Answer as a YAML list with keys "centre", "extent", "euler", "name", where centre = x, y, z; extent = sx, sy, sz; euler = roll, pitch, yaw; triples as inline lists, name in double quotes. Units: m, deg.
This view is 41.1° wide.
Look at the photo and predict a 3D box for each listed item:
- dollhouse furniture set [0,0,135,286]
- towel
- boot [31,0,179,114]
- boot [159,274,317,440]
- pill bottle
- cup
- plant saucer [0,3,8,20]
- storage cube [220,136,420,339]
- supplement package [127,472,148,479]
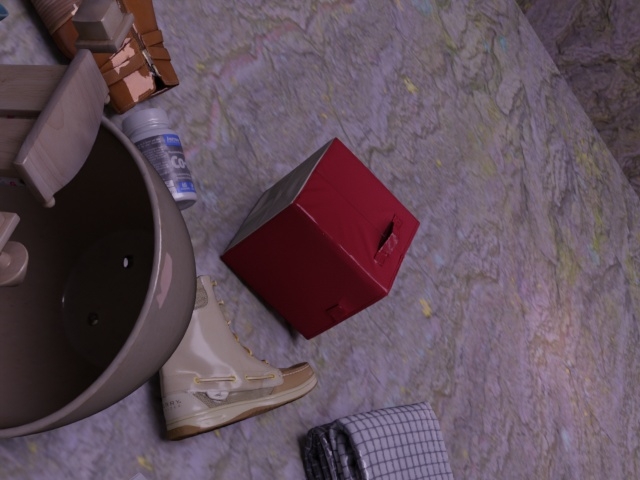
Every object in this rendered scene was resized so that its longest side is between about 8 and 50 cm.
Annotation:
- centre: [-0.353, -0.052, 0.808]
  extent: [0.174, 0.303, 0.356]
  euler: [72, 30, -51]
  name: "dollhouse furniture set"
- centre: [0.104, 0.396, 1.271]
  extent: [0.235, 0.121, 0.284]
  euler: [5, 65, -50]
  name: "towel"
- centre: [-0.262, -0.323, 1.235]
  extent: [0.220, 0.109, 0.283]
  euler: [54, 41, -11]
  name: "boot"
- centre: [-0.124, 0.142, 1.161]
  extent: [0.262, 0.095, 0.204]
  euler: [-10, 77, -47]
  name: "boot"
- centre: [-0.226, -0.108, 1.187]
  extent: [0.078, 0.078, 0.137]
  euler: [-9, 78, -51]
  name: "pill bottle"
- centre: [-0.262, 0.044, 0.910]
  extent: [0.237, 0.331, 0.331]
  euler: [35, 41, -67]
  name: "cup"
- centre: [-0.485, -0.306, 0.892]
  extent: [0.317, 0.044, 0.317]
  euler: [31, 9, -5]
  name: "plant saucer"
- centre: [0.000, 0.000, 1.292]
  extent: [0.193, 0.215, 0.184]
  euler: [45, 42, -14]
  name: "storage cube"
- centre: [-0.166, 0.414, 0.825]
  extent: [0.293, 0.177, 0.175]
  euler: [46, 37, 7]
  name: "supplement package"
